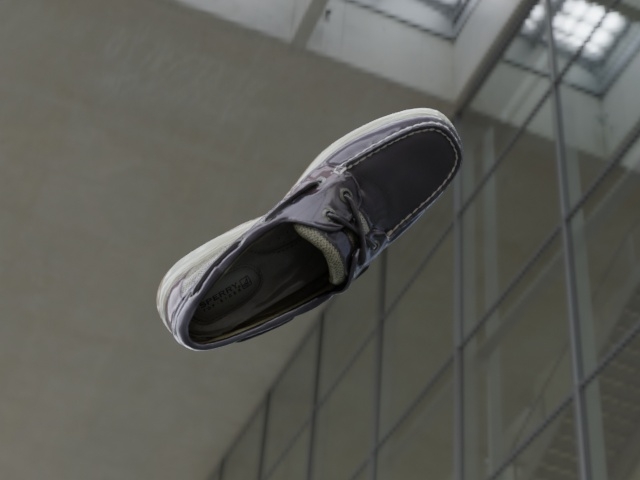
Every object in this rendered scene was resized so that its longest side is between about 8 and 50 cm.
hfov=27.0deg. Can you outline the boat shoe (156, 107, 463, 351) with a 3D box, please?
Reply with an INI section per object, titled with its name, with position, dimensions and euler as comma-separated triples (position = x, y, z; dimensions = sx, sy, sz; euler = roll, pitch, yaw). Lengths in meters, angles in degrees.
[boat shoe]
position = 0.000, 0.000, 1.059
dimensions = 0.285, 0.092, 0.102
euler = -32, -67, -2
